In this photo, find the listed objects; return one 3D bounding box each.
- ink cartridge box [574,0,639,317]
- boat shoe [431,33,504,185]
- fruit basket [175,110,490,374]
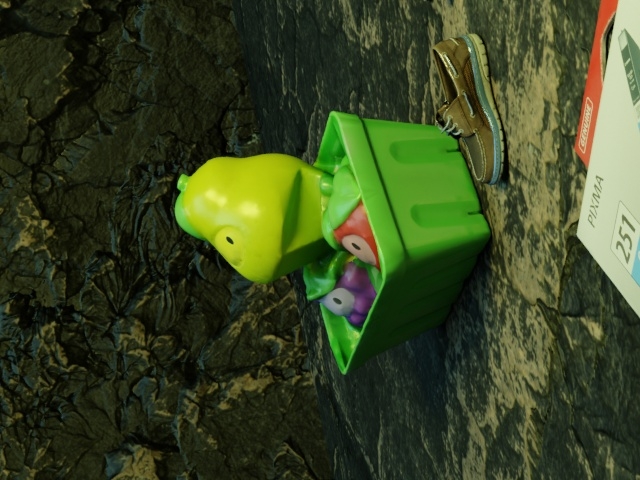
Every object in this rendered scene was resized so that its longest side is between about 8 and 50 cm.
[{"bbox_3d":[0.279,-0.118,1.206,0.261,0.066,0.296,-117,21,-46],"label":"ink cartridge box"},{"bbox_3d":[0.171,-0.152,1.616,0.066,0.066,0.183,151,108,-76],"label":"boat shoe"},{"bbox_3d":[0.000,0.000,1.810,0.392,0.392,0.283,106,150,-62],"label":"fruit basket"}]
